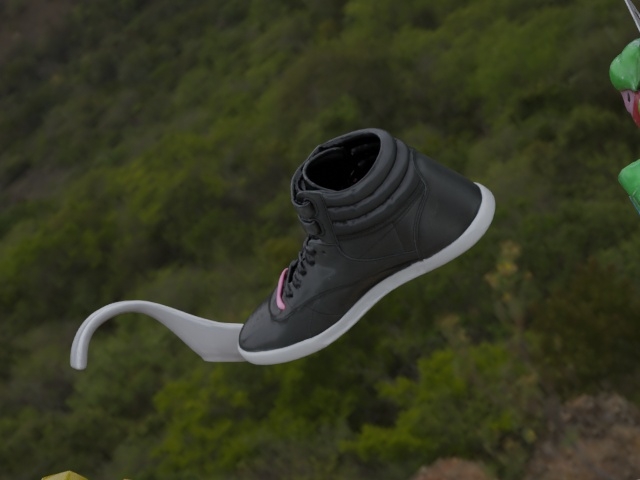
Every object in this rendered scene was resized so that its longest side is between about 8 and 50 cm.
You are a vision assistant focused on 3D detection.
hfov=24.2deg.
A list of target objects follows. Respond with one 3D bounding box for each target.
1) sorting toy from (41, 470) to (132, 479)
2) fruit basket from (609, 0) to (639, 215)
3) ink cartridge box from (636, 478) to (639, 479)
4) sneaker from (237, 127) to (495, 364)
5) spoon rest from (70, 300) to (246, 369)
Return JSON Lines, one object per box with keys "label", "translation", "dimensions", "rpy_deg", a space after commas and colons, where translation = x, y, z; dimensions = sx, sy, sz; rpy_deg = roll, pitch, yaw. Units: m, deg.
{"label": "sorting toy", "translation": [-0.205, 0.310, 1.331], "dimensions": [0.229, 0.307, 0.041], "rpy_deg": [9, 47, 13]}
{"label": "fruit basket", "translation": [0.360, -0.097, 1.469], "dimensions": [0.165, 0.327, 0.353], "rpy_deg": [-32, 57, 13]}
{"label": "ink cartridge box", "translation": [0.133, 0.263, 0.902], "dimensions": [0.201, 0.278, 0.117], "rpy_deg": [-11, 57, -12]}
{"label": "sneaker", "translation": [0.000, 0.000, 1.356], "dimensions": [0.296, 0.147, 0.104], "rpy_deg": [-35, 31, 28]}
{"label": "spoon rest", "translation": [-0.173, 0.113, 1.866], "dimensions": [0.276, 0.084, 0.137], "rpy_deg": [-3, 0, -20]}
